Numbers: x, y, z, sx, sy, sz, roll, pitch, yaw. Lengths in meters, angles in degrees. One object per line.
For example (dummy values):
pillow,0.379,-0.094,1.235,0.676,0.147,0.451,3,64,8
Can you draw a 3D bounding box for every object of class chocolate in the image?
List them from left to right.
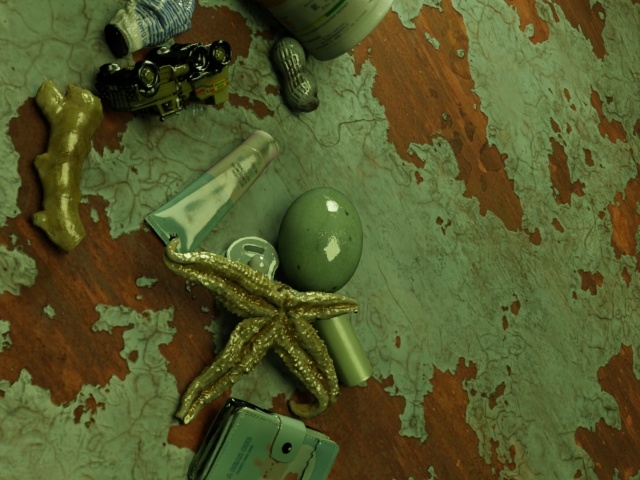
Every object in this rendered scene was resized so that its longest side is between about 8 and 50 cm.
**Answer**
chocolate,-0.052,-0.348,1.904,0.072,0.072,0.167,-22,93,-43

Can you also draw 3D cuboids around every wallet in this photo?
wallet,-0.099,0.398,1.641,0.250,0.075,0.176,28,88,-33

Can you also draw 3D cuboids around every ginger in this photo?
ginger,-0.424,-0.124,1.520,0.118,0.065,0.299,5,74,-27

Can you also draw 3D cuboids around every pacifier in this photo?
pacifier,-0.133,0.055,1.700,0.126,0.116,0.150,16,70,-10

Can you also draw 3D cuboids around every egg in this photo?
egg,0.000,0.000,1.788,0.169,0.169,0.237,36,43,-29

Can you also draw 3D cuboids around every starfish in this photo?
starfish,-0.128,0.185,1.650,0.432,0.082,0.324,13,98,-36

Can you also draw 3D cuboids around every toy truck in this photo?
toy truck,-0.280,-0.289,1.653,0.257,0.127,0.127,-27,118,-47

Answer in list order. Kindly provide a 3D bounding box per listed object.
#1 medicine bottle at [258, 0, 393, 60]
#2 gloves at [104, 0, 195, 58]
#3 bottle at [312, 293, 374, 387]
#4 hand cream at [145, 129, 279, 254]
medicine bottle,0.003,-0.535,1.886,0.232,0.238,0.238,42,55,-27
gloves,-0.308,-0.417,1.693,0.229,0.097,0.119,-55,145,-41
bottle,0.035,0.195,1.836,0.072,0.072,0.201,-33,100,-42
hand cream,-0.196,-0.097,1.716,0.111,0.070,0.312,54,54,-21
